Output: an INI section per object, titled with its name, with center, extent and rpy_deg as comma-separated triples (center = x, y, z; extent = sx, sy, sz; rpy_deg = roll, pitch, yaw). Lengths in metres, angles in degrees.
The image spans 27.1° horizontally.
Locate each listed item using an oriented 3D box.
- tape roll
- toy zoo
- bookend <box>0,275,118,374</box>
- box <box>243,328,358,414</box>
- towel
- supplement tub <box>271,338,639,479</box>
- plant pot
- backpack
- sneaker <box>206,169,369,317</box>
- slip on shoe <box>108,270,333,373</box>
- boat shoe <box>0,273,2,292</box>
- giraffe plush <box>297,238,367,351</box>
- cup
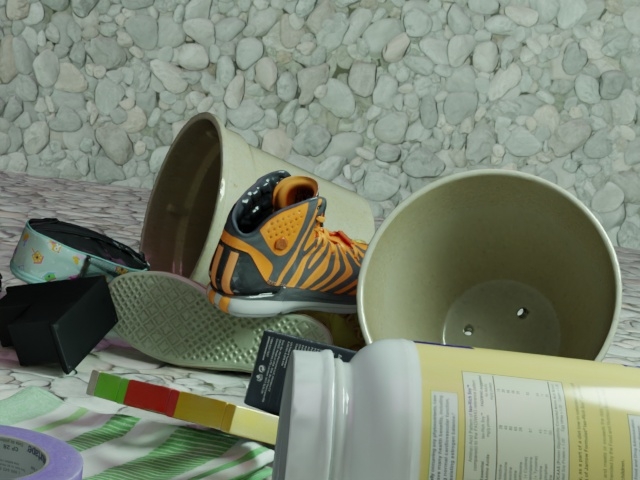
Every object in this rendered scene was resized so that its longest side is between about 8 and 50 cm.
[tape roll]
center = -0.303, 0.223, 1.146
extent = 0.189, 0.080, 0.189
rpy_deg = 7, 10, -1
[toy zoo]
center = -0.087, 0.189, 1.397
extent = 0.192, 0.030, 0.293
rpy_deg = 22, -11, -42
[bookend]
center = -0.376, 0.116, 1.766
extent = 0.156, 0.072, 0.157
rpy_deg = -7, 20, 19
[box]
center = 0.021, 0.175, 1.528
extent = 0.158, 0.093, 0.156
rpy_deg = 11, -10, 26
[towel]
center = -0.240, 0.218, 1.369
extent = 0.325, 0.038, 0.248
rpy_deg = 11, 11, 24
[supplement tub]
center = 0.130, 0.207, 1.072
extent = 0.331, 0.241, 0.241
rpy_deg = 7, 9, -4
[plant pot]
center = -0.092, -0.009, 2.153
extent = 0.306, 0.333, 0.334
rpy_deg = 15, 5, -25
[backpack]
center = -0.368, 0.047, 1.967
extent = 0.188, 0.144, 0.166
rpy_deg = 29, 5, -17
[sneaker]
center = 0.000, 0.000, 1.800
extent = 0.321, 0.180, 0.125
rpy_deg = -7, 31, -42
[slip on shoe]
center = -0.142, 0.122, 1.839
extent = 0.331, 0.123, 0.101
rpy_deg = 12, -4, 7
[boat shoe]
center = -0.542, -0.055, 2.009
extent = 0.105, 0.306, 0.113
rpy_deg = -28, 12, -10
[giraffe plush]
center = 0.051, 0.111, 1.960
extent = 0.210, 0.181, 0.170
rpy_deg = 13, 24, -44
[cup]
center = 0.232, 0.101, 1.762
extent = 0.331, 0.331, 0.237
rpy_deg = 10, -17, 16
